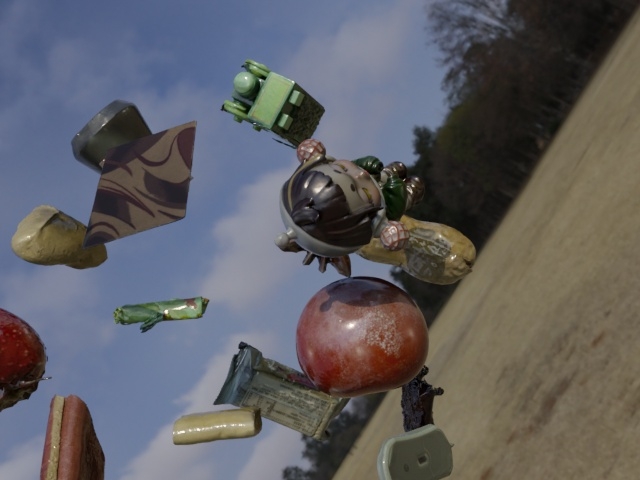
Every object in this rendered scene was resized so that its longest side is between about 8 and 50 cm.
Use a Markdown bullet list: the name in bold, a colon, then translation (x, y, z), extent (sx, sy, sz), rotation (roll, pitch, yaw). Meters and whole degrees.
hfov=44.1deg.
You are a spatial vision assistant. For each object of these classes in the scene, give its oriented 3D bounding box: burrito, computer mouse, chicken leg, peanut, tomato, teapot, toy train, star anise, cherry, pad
- **burrito**: translation (-0.462, 0.214, 2.273), extent (0.104, 0.288, 0.054), rotation (-89, -7, -55)
- **computer mouse**: translation (0.135, 0.322, 1.160), extent (0.056, 0.089, 0.182), rotation (-20, -9, 41)
- **chicken leg**: translation (0.230, 0.389, 1.796), extent (0.063, 0.105, 0.233), rotation (-16, -69, -40)
- **peanut**: translation (0.199, 0.011, 1.806), extent (0.149, 0.314, 0.149), rotation (16, -90, -77)
- **tomato**: translation (0.078, 0.186, 1.579), extent (0.270, 0.270, 0.226), rotation (-39, -64, -60)
- **teapot**: translation (-0.594, -0.248, 2.488), extent (0.253, 0.344, 0.300), rotation (-41, 10, 21)
- **toy train**: translation (-0.112, -0.329, 1.931), extent (0.159, 0.188, 0.272), rotation (-62, -21, 2)
- **star anise**: translation (0.000, 0.000, 2.108), extent (0.237, 0.229, 0.093), rotation (-8, -27, -18)
- **cherry**: translation (-0.671, 0.224, 1.606), extent (0.192, 0.249, 0.175), rotation (-37, 3, 14)
- **pad**: translation (-0.358, -0.120, 1.589), extent (0.330, 0.220, 0.004), rotation (-95, -16, -48)

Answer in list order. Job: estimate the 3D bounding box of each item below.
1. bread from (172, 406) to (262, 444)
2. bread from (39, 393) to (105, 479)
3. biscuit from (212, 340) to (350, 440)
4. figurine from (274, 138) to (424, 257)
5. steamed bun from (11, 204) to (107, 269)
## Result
- **bread**: translation (-0.218, 0.396, 1.693), extent (0.139, 0.178, 0.060), rotation (82, -179, -84)
- **bread**: translation (-0.372, 0.336, 1.177), extent (0.192, 0.067, 0.119), rotation (-101, -7, -52)
- **biscuit**: translation (-0.084, 0.373, 1.918), extent (0.079, 0.309, 0.186), rotation (-82, 15, -68)
- **figurine**: translation (0.059, -0.074, 1.473), extent (0.370, 0.281, 0.167), rotation (-22, -28, -50)
- **steamed bun**: translation (-0.639, -0.013, 1.911), extent (0.110, 0.231, 0.212), rotation (-65, -4, 17)
